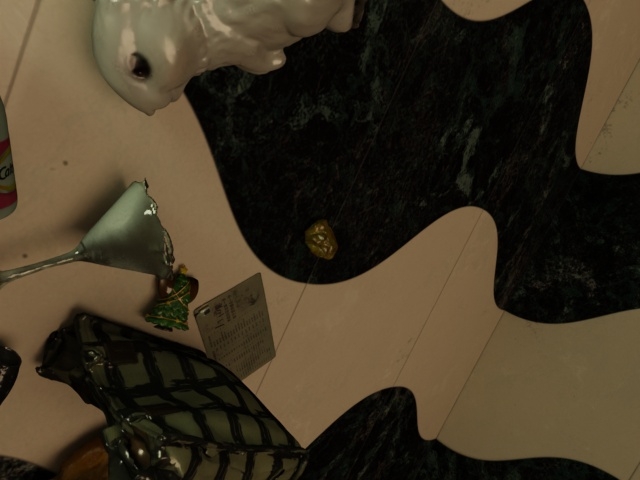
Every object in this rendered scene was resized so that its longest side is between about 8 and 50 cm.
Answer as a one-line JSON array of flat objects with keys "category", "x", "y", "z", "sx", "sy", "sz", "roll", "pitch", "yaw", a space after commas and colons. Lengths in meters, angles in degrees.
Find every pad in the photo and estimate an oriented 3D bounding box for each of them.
[{"category": "pad", "x": -0.169, "y": 0.203, "z": 1.038, "sx": 0.159, "sy": 0.009, "sz": 0.265, "roll": -31, "pitch": 135, "yaw": -30}]

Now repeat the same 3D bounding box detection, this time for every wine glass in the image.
[{"category": "wine glass", "x": -0.329, "y": 0.021, "z": 0.646, "sx": 0.232, "sy": 0.156, "sz": 0.156, "roll": -21, "pitch": 129, "yaw": -32}]

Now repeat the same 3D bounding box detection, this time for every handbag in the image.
[{"category": "handbag", "x": -0.225, "y": 0.273, "z": 0.771, "sx": 0.163, "sy": 0.325, "sz": 0.327, "roll": -55, "pitch": 142, "yaw": -8}]

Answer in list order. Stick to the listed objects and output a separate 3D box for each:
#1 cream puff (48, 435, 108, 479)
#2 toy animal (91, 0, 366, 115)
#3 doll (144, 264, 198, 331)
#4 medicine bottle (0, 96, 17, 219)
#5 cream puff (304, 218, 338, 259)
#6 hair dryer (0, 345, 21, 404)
[{"category": "cream puff", "x": -0.354, "y": 0.524, "z": 0.879, "sx": 0.327, "sy": 0.231, "sz": 0.343, "roll": 21, "pitch": 99, "yaw": -48}, {"category": "toy animal", "x": -0.122, "y": -0.315, "z": 0.620, "sx": 0.357, "sy": 0.194, "sz": 0.258, "roll": -29, "pitch": 144, "yaw": -20}, {"category": "doll", "x": -0.244, "y": 0.104, "z": 0.838, "sx": 0.078, "sy": 0.076, "sz": 0.113, "roll": 23, "pitch": 96, "yaw": -42}, {"category": "medicine bottle", "x": -0.384, "y": -0.129, "z": 0.522, "sx": 0.090, "sy": 0.090, "sz": 0.217, "roll": -15, "pitch": 125, "yaw": -40}, {"category": "cream puff", "x": 0.000, "y": 0.000, "z": 1.050, "sx": 0.058, "sy": 0.083, "sz": 0.083, "roll": -18, "pitch": 161, "yaw": 21}, {"category": "hair dryer", "x": -0.528, "y": 0.189, "z": 0.621, "sx": 0.195, "sy": 0.075, "sz": 0.219, "roll": -48, "pitch": 131, "yaw": 1}]
